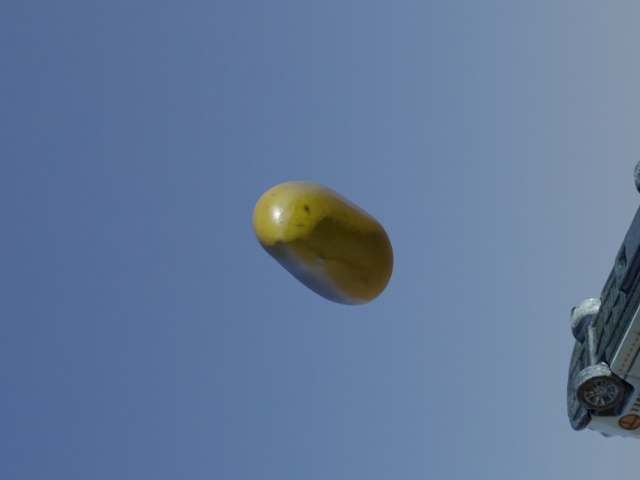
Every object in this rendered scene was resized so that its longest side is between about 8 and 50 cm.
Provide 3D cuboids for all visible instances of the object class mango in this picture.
[{"bbox_3d":[0.000,0.000,1.357,0.076,0.103,0.161,-49,-26,8],"label":"mango"}]

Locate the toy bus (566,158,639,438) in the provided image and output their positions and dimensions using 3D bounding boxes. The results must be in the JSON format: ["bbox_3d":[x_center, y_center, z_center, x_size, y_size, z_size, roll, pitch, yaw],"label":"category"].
[{"bbox_3d":[0.206,0.033,1.033,0.087,0.089,0.194,-83,9,-56],"label":"toy bus"}]
